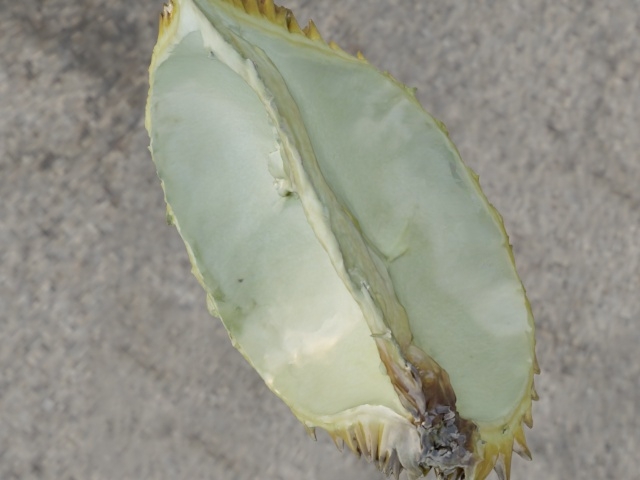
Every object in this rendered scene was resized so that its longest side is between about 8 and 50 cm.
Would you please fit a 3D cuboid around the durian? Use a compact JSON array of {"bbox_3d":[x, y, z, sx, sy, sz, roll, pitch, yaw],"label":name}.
[{"bbox_3d":[0.000,0.000,0.641,0.144,0.139,0.252,-21,88,12],"label":"durian"}]
